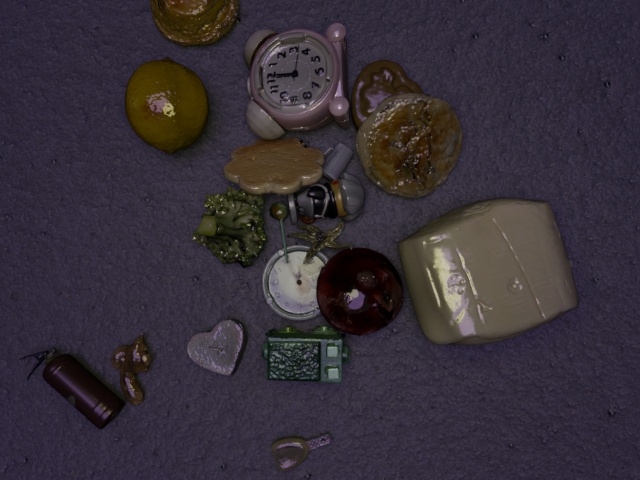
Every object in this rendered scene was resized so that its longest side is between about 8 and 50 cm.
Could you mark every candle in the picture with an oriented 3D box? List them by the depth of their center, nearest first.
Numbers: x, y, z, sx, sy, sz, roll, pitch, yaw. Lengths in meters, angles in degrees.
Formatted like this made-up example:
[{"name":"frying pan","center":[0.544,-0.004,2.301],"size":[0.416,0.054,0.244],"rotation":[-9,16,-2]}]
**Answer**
[{"name":"candle","center":[-0.310,0.343,1.407],"size":[0.192,0.068,0.168],"rotation":[-25,83,3]}]

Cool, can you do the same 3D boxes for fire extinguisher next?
[{"name":"fire extinguisher","center":[-0.790,0.454,1.407],"size":[0.344,0.102,0.138],"rotation":[38,82,4]}]

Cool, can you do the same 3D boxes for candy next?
[{"name":"candy","center":[-0.120,-0.026,1.398],"size":[0.061,0.061,0.202],"rotation":[-11,70,2]}]

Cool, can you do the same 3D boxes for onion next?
[{"name":"onion","center":[0.129,0.140,1.309],"size":[0.272,0.195,0.272],"rotation":[4,73,-12]}]

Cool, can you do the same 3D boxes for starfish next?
[{"name":"starfish","center":[0.000,0.002,1.380],"size":[0.223,0.217,0.050],"rotation":[14,129,31]}]

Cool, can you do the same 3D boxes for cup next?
[{"name":"cup","center":[0.037,-0.249,1.422],"size":[0.104,0.074,0.116],"rotation":[31,85,32]}]

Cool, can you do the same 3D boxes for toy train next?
[{"name":"toy train","center":[-0.044,0.338,1.334],"size":[0.272,0.188,0.159],"rotation":[2,89,1]}]

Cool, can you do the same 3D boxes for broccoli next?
[{"name":"broccoli","center":[-0.268,-0.036,1.331],"size":[0.263,0.243,0.247],"rotation":[-30,84,12]}]

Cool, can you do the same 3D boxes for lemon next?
[{"name":"lemon","center":[-0.463,-0.410,1.361],"size":[0.267,0.267,0.267],"rotation":[0,87,3]}]

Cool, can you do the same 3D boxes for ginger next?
[{"name":"ginger","center":[-0.589,0.414,1.423],"size":[0.133,0.059,0.214],"rotation":[-18,85,6]}]

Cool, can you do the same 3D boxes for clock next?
[{"name":"clock","center":[-0.075,-0.488,1.381],"size":[0.326,0.184,0.342],"rotation":[-3,80,6]},{"name":"clock","center":[-0.066,0.132,1.409],"size":[0.236,0.053,0.236],"rotation":[0,85,0]}]

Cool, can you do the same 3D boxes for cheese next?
[{"name":"cheese","center":[-0.057,0.645,1.396],"size":[0.192,0.037,0.097],"rotation":[-22,88,1]}]

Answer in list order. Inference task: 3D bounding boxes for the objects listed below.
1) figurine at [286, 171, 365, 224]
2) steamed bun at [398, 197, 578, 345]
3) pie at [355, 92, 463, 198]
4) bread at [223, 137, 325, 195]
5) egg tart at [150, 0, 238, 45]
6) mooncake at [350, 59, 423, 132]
[{"name":"figurine","center":[0.019,-0.115,1.367],"size":[0.236,0.176,0.133],"rotation":[-10,68,-4]},{"name":"steamed bun","center":[0.452,0.084,1.270],"size":[0.456,0.290,0.371],"rotation":[-12,81,-11]},{"name":"pie","center":[0.273,-0.283,1.343],"size":[0.339,0.077,0.339],"rotation":[-5,117,-10]},{"name":"bread","center":[-0.133,-0.222,1.342],"size":[0.316,0.316,0.054],"rotation":[2,131,3]},{"name":"egg tart","center":[-0.413,-0.771,1.435],"size":[0.294,0.123,0.294],"rotation":[0,87,5]},{"name":"mooncake","center":[0.195,-0.426,1.394],"size":[0.235,0.117,0.235],"rotation":[0,88,0]}]
